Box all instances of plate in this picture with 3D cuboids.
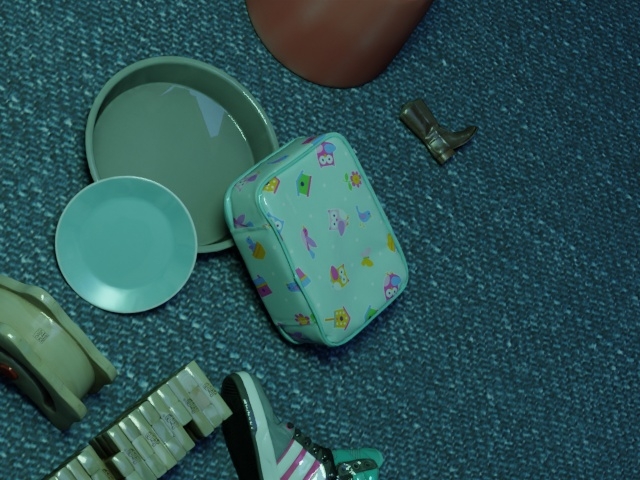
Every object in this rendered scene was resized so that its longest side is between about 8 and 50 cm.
[{"bbox_3d":[-0.258,0.004,1.709,0.188,0.024,0.188,-1,103,-6],"label":"plate"}]

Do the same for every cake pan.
[{"bbox_3d":[-0.197,-0.116,1.811,0.293,0.054,0.293,9,70,-25],"label":"cake pan"}]

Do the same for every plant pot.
[{"bbox_3d":[0.055,-0.398,1.929,0.275,0.243,0.275,9,70,-25],"label":"plant pot"}]

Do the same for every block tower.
[{"bbox_3d":[-0.267,0.292,1.614,0.335,0.091,0.097,-37,92,-32],"label":"block tower"}]

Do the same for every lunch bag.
[{"bbox_3d":[0.000,0.000,1.812,0.224,0.108,0.279,-41,114,-39],"label":"lunch bag"}]

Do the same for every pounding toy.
[{"bbox_3d":[-0.393,0.144,1.576,0.269,0.154,0.155,53,56,-25],"label":"pounding toy"}]

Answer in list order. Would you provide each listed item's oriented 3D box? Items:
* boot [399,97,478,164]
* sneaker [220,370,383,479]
[{"bbox_3d":[0.189,-0.192,2.055,0.114,0.037,0.106,49,56,0],"label":"boot"},{"bbox_3d":[-0.011,0.296,1.727,0.178,0.124,0.295,-19,91,-27],"label":"sneaker"}]
